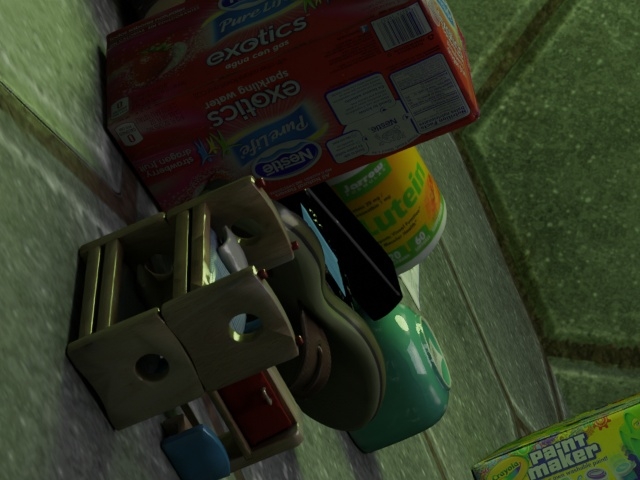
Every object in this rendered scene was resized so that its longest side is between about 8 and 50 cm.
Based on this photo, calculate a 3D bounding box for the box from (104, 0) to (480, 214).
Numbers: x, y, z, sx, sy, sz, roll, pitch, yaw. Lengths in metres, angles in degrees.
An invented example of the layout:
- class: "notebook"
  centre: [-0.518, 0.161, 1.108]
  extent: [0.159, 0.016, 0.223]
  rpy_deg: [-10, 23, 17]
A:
- class: "box"
  centre: [-0.024, -0.124, 1.514]
  extent: [0.123, 0.257, 0.128]
  rpy_deg: [-97, 161, -49]

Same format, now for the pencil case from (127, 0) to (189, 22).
- class: "pencil case"
  centre: [-0.106, -0.306, 1.701]
  extent: [0.410, 0.183, 0.160]
  rpy_deg: [69, 11, 15]

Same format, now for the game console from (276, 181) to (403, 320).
- class: "game console"
  centre: [0.000, 0.000, 1.739]
  extent: [0.213, 0.044, 0.361]
  rpy_deg: [49, 8, -14]

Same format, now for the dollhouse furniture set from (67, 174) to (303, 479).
- class: "dollhouse furniture set"
  centre: [-0.056, 0.081, 1.268]
  extent: [0.129, 0.129, 0.184]
  rpy_deg: [-94, 159, -60]

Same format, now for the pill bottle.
- class: "pill bottle"
  centre: [0.023, -0.081, 1.998]
  extent: [0.246, 0.136, 0.136]
  rpy_deg: [56, 15, -45]

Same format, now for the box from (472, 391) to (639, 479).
- class: "box"
  centre: [0.369, 0.300, 2.512]
  extent: [0.279, 0.290, 0.177]
  rpy_deg: [7, 61, -77]

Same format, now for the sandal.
- class: "sandal"
  centre: [-0.039, 0.064, 1.518]
  extent: [0.086, 0.120, 0.303]
  rpy_deg: [-63, 149, -24]

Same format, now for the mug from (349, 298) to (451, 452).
- class: "mug"
  centre: [0.061, 0.111, 1.884]
  extent: [0.129, 0.097, 0.158]
  rpy_deg: [36, 33, -70]

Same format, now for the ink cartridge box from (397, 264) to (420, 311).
- class: "ink cartridge box"
  centre: [0.056, -0.034, 2.317]
  extent: [0.208, 0.045, 0.206]
  rpy_deg: [63, 11, -16]
